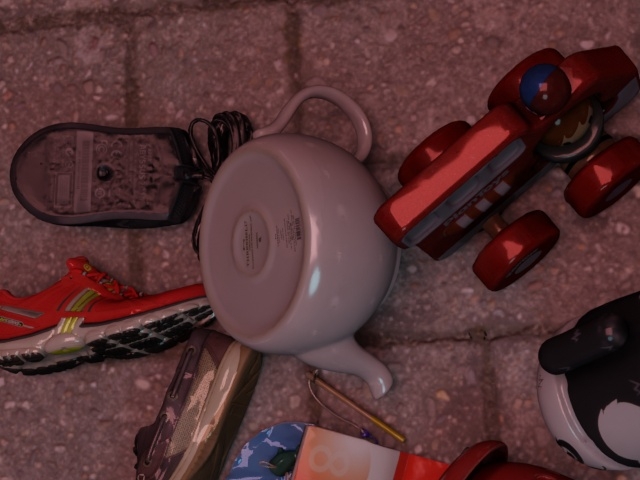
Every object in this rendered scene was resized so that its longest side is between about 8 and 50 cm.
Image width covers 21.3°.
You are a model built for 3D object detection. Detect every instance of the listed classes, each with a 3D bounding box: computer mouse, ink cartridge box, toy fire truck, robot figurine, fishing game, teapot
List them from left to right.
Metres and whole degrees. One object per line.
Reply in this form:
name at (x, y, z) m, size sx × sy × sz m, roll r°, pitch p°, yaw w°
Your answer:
computer mouse at (-0.217, -0.062, 1.952) m, size 0.272 × 0.072 × 0.188 m, roll 6°, pitch 82°, yaw 2°
fishing game at (-0.024, 0.291, 1.869) m, size 0.189 × 0.041 × 0.264 m, roll 38°, pitch 94°, yaw 17°
teapot at (0.000, 0.000, 1.830) m, size 0.252 × 0.187 × 0.256 m, roll 49°, pitch 127°, yaw 42°
ink cartridge box at (0.051, 0.290, 1.822) m, size 0.179 × 0.045 × 0.145 m, roll 15°, pitch 85°, yaw 2°
toy fire truck at (0.202, -0.089, 1.749) m, size 0.302 × 0.254 × 0.169 m, roll -40°, pitch 76°, yaw 6°
robot figurine at (0.342, 0.134, 1.689) m, size 0.278 × 0.173 × 0.209 m, roll -26°, pitch 101°, yaw 46°

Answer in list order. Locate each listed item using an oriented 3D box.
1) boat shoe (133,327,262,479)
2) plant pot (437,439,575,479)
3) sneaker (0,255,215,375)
boat shoe at (-0.160, 0.231, 1.883) m, size 0.092 × 0.103 × 0.285 m, roll 23°, pitch 85°, yaw 21°
plant pot at (0.192, 0.314, 1.737) m, size 0.174 × 0.191 × 0.191 m, roll 29°, pitch 91°, yaw 22°
sneaker at (-0.251, 0.071, 1.924) m, size 0.279 × 0.107 × 0.118 m, roll -10°, pitch 71°, yaw 10°
